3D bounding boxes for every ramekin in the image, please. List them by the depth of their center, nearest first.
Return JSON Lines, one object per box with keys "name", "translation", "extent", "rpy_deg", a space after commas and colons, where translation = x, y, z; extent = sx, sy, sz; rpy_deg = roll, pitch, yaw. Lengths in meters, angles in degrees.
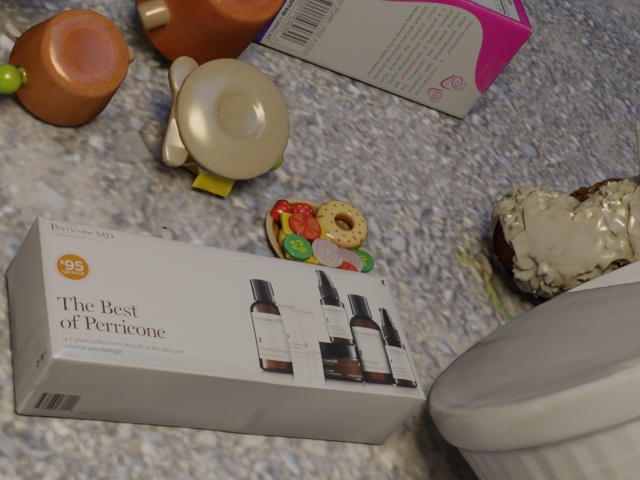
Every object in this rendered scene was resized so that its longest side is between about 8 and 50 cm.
{"name": "ramekin", "translation": [0.213, 0.096, 0.719], "extent": [0.273, 0.273, 0.127], "rpy_deg": [-30, 96, -50]}

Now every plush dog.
{"name": "plush dog", "translation": [0.292, 0.015, 0.941], "extent": [0.262, 0.210, 0.225], "rpy_deg": [48, 15, 13]}

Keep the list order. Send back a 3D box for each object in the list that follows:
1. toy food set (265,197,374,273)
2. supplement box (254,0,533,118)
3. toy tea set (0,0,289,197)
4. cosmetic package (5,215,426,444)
{"name": "toy food set", "translation": [0.000, 0.000, 0.836], "extent": [0.083, 0.020, 0.082], "rpy_deg": [16, 43, -27]}
{"name": "supplement box", "translation": [0.055, -0.208, 1.019], "extent": [0.220, 0.111, 0.113], "rpy_deg": [18, 41, -24]}
{"name": "toy tea set", "translation": [-0.172, -0.157, 0.819], "extent": [0.336, 0.124, 0.199], "rpy_deg": [20, 70, -27]}
{"name": "cosmetic package", "translation": [-0.058, 0.056, 0.700], "extent": [0.239, 0.060, 0.098], "rpy_deg": [10, 45, -31]}
